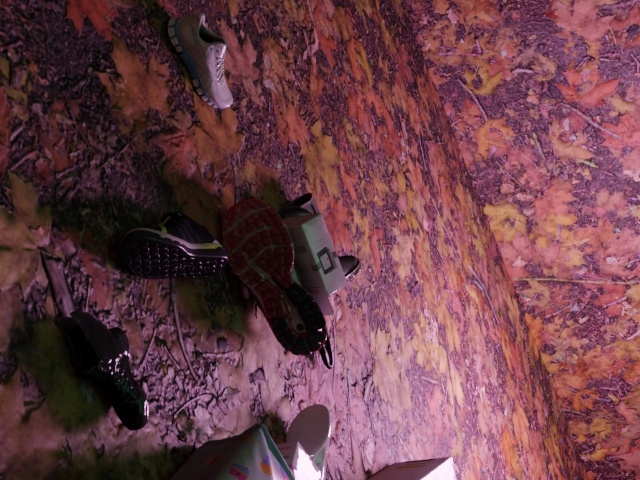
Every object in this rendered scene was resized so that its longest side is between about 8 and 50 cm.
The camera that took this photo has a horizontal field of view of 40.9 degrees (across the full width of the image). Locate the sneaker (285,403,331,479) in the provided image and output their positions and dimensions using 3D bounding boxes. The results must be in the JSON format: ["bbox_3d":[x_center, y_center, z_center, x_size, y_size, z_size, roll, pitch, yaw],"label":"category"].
[{"bbox_3d":[-0.019,0.403,1.546,0.094,0.080,0.212,64,31,-49],"label":"sneaker"}]

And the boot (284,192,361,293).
[{"bbox_3d":[0.002,-0.001,1.819,0.209,0.076,0.189,64,27,-9],"label":"boot"}]

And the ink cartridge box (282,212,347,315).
[{"bbox_3d":[-0.021,0.046,1.587,0.060,0.104,0.180,-32,108,-40],"label":"ink cartridge box"}]

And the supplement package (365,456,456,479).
[{"bbox_3d":[0.188,0.581,1.778,0.262,0.145,0.204,2,76,-65],"label":"supplement package"}]

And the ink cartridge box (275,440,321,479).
[{"bbox_3d":[-0.066,0.403,1.406,0.090,0.092,0.143,59,28,-30],"label":"ink cartridge box"}]

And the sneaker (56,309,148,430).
[{"bbox_3d":[-0.285,0.173,1.128,0.089,0.051,0.170,-1,73,-65],"label":"sneaker"}]

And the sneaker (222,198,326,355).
[{"bbox_3d":[-0.092,0.070,1.543,0.112,0.120,0.299,152,-84,-81],"label":"sneaker"}]

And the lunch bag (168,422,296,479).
[{"bbox_3d":[-0.113,0.433,1.215,0.262,0.160,0.223,64,25,-9],"label":"lunch bag"}]

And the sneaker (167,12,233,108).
[{"bbox_3d":[-0.198,-0.324,1.553,0.191,0.083,0.071,60,27,-32],"label":"sneaker"}]

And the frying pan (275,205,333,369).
[{"bbox_3d":[-0.035,0.091,1.678,0.197,0.053,0.326,5,78,-47],"label":"frying pan"}]

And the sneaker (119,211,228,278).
[{"bbox_3d":[-0.237,0.002,1.322,0.097,0.084,0.234,58,17,22],"label":"sneaker"}]
